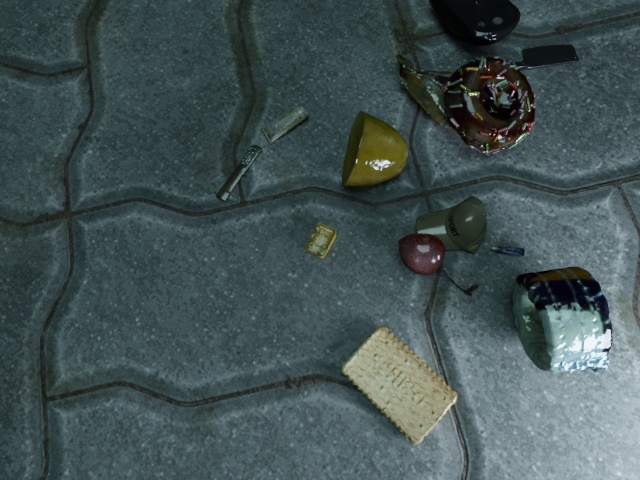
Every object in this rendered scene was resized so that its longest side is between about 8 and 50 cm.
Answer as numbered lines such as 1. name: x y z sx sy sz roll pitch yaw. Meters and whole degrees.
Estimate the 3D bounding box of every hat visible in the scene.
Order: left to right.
1. hat: 0.332 -0.036 1.276 0.175 0.085 0.147 -10 72 0

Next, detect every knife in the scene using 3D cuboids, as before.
1. knife: 0.618 -0.529 1.452 0.245 0.019 0.072 -9 68 -1

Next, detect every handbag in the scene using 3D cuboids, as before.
1. handbag: 0.000 0.000 1.322 0.061 0.027 0.083 27 77 11

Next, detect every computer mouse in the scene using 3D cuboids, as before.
1. computer mouse: 0.449 -0.660 1.463 0.170 0.100 0.269 -26 67 -9

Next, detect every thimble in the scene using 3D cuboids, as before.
1. thimble: 0.532 0.179 1.117 0.150 0.237 0.237 -9 71 4

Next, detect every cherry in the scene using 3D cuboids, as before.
1. cherry: 0.296 0.052 1.247 0.225 0.090 0.107 25 110 3

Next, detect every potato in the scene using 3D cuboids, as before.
1. potato: 0.152 -0.226 1.324 0.158 0.178 0.204 16 48 -6

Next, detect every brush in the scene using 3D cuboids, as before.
1. brush: -0.229 -0.194 1.404 0.034 0.027 0.190 31 78 15

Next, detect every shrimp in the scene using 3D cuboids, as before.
1. shrimp: 0.337 -0.432 1.418 0.168 0.077 0.317 -36 77 -17

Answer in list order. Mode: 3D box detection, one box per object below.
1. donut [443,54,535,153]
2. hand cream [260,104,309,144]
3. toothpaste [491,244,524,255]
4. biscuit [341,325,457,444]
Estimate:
1. donut: 0.453 -0.364 1.329 0.269 0.103 0.270 4 77 -17
2. hand cream: -0.098 -0.335 1.440 0.143 0.039 0.061 -31 79 4
3. toothpaste: 0.478 0.025 1.280 0.083 0.019 0.027 8 49 6
4. biscuit: 0.185 0.339 1.194 0.249 0.030 0.160 42 79 16
